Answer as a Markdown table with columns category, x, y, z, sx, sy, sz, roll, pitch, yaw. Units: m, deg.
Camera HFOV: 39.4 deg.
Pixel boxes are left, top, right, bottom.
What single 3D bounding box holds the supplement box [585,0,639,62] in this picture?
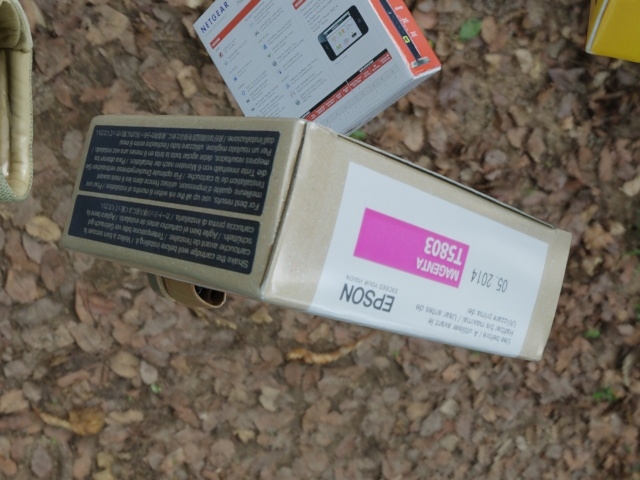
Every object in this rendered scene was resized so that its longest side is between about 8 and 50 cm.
| category | x | y | z | sx | sy | sz | roll | pitch | yaw |
| --- | --- | --- | --- | --- | --- | --- | --- | --- | --- |
| supplement box | 0.344 | -0.193 | 0.461 | 0.356 | 0.194 | 0.195 | 13 | 146 | 5 |

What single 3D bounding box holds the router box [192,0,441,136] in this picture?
| category | x | y | z | sx | sy | sz | roll | pitch | yaw |
| --- | --- | --- | --- | --- | --- | --- | --- | --- | --- |
| router box | -0.017 | -0.309 | 1.410 | 0.082 | 0.335 | 0.301 | -29 | 88 | -45 |

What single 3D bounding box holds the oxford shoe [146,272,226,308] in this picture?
| category | x | y | z | sx | sy | sz | roll | pitch | yaw |
| --- | --- | --- | --- | --- | --- | --- | --- | --- | --- |
| oxford shoe | -0.127 | -0.017 | 0.788 | 0.076 | 0.076 | 0.212 | -52 | 146 | -28 |

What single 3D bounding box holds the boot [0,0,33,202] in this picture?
| category | x | y | z | sx | sy | sz | roll | pitch | yaw |
| --- | --- | --- | --- | --- | --- | --- | --- | --- | --- |
| boot | -0.263 | -0.137 | 0.467 | 0.203 | 0.095 | 0.262 | 0 | 114 | 7 |

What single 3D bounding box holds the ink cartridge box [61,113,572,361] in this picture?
| category | x | y | z | sx | sy | sz | roll | pitch | yaw |
| --- | --- | --- | --- | --- | --- | --- | --- | --- | --- |
| ink cartridge box | 0.000 | 0.000 | 0.529 | 0.234 | 0.193 | 0.088 | 18 | 85 | -42 |
